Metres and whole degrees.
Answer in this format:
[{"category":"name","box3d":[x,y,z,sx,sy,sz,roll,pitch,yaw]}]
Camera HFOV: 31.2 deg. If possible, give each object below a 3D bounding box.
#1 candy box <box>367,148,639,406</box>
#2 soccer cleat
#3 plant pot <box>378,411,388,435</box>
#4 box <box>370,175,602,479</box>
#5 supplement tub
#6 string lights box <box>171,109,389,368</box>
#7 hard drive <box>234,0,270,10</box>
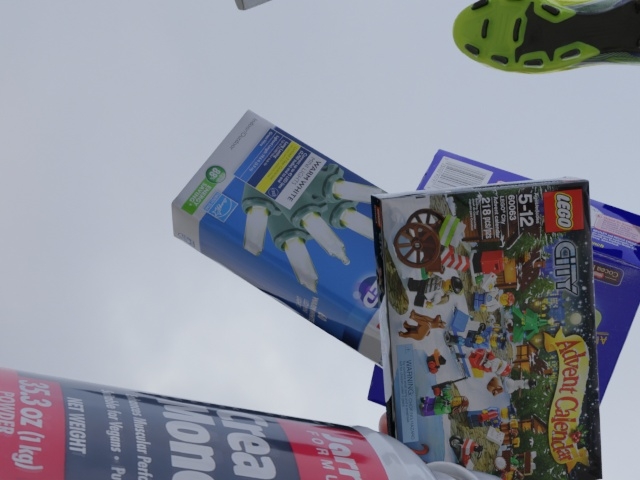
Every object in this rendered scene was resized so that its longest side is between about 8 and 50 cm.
[{"category":"candy box","box3d":[0.214,0.089,1.329,0.268,0.122,0.317,20,-54,13]},{"category":"soccer cleat","box3d":[0.291,-0.225,1.261,0.289,0.121,0.093,0,-93,22]},{"category":"plant pot","box3d":[0.186,0.274,1.562,0.191,0.174,0.191,57,0,0]},{"category":"box","box3d":[0.127,0.074,0.868,0.044,0.159,0.233,-135,-140,-80]},{"category":"supplement tub","box3d":[-0.057,0.163,0.484,0.272,0.191,0.191,12,-16,-20]},{"category":"string lights box","box3d":[0.000,0.000,1.106,0.259,0.133,0.077,31,-24,10]},{"category":"hard drive","box3d":[-0.014,-0.496,1.731,0.040,0.307,0.203,30,-39,61]}]
